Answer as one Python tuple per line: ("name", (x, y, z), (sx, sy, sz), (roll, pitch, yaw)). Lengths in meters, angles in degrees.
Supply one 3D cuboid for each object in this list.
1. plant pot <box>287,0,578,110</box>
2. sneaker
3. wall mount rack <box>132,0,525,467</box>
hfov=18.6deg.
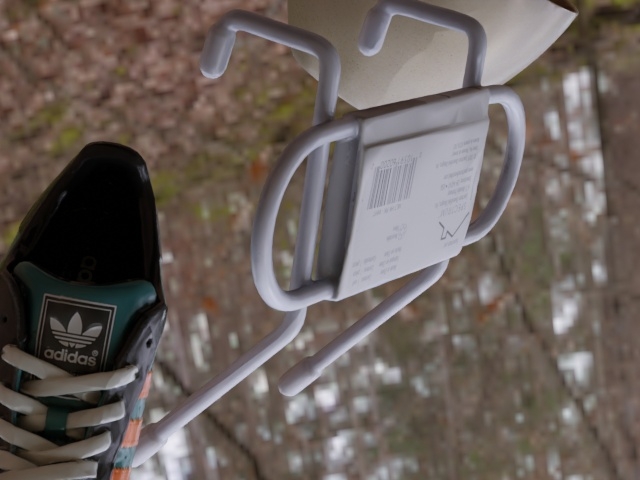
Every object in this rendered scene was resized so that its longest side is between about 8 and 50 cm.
("plant pot", (0.077, -0.224, 1.876), (0.284, 0.191, 0.284), (33, -166, -9))
("sneaker", (-0.142, 0.081, 1.015), (0.108, 0.121, 0.302), (10, -124, -9))
("wall mount rack", (0.000, 0.000, 1.265), (0.130, 0.304, 0.350), (19, -162, 27))
